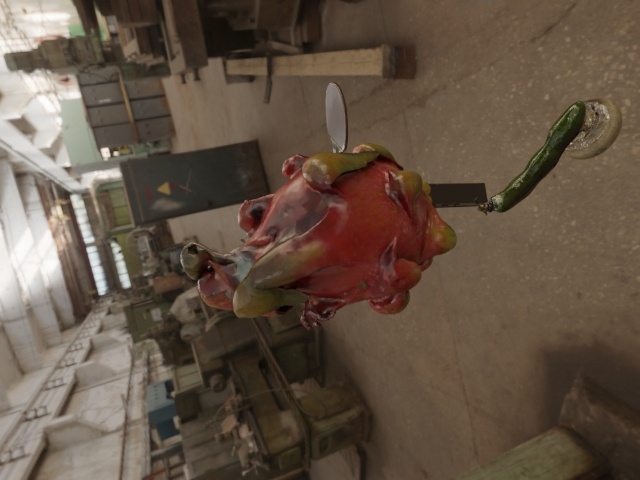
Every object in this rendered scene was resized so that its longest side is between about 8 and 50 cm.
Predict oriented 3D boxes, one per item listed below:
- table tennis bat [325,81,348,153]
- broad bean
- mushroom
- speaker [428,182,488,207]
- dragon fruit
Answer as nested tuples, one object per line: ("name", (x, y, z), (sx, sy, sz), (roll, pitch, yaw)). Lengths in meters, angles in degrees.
("table tennis bat", (0.044, -0.279, 1.219), (0.154, 0.021, 0.274), (-120, 21, -51))
("broad bean", (0.334, -0.118, 0.715), (0.069, 0.227, 0.039), (44, 180, -38))
("mushroom", (0.943, -0.400, 1.636), (0.226, 0.178, 0.226), (-167, 90, -77))
("speaker", (0.252, -0.091, 0.944), (0.040, 0.191, 0.046), (156, 110, -67))
("dragon fruit", (0.008, 0.006, 0.592), (0.227, 0.307, 0.243), (56, -172, 32))
